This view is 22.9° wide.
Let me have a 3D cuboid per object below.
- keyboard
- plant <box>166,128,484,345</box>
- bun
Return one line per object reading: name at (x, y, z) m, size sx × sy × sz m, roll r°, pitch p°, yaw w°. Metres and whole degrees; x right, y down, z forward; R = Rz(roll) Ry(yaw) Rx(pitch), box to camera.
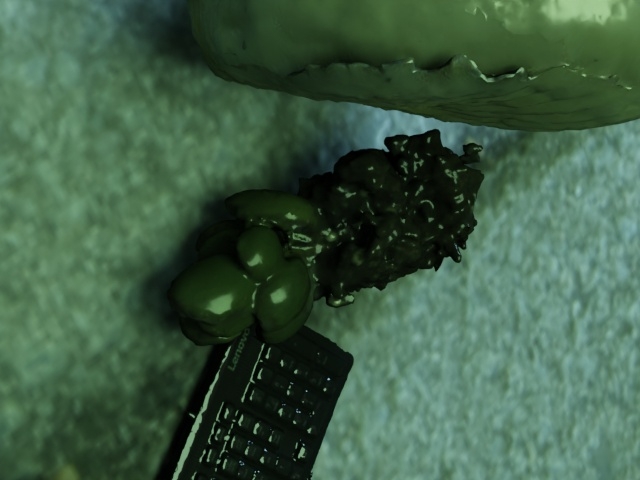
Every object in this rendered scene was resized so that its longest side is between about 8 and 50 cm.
keyboard at (-0.056, 0.152, 0.735) m, size 0.087 × 0.017 × 0.251 m, roll 34°, pitch 72°, yaw -38°
plant at (0.000, 0.000, 0.730) m, size 0.174 × 0.087 × 0.085 m, roll -26°, pitch 144°, yaw -29°
bun at (0.061, -0.121, 0.678) m, size 0.239 × 0.239 × 0.141 m, roll 1°, pitch 98°, yaw -42°
